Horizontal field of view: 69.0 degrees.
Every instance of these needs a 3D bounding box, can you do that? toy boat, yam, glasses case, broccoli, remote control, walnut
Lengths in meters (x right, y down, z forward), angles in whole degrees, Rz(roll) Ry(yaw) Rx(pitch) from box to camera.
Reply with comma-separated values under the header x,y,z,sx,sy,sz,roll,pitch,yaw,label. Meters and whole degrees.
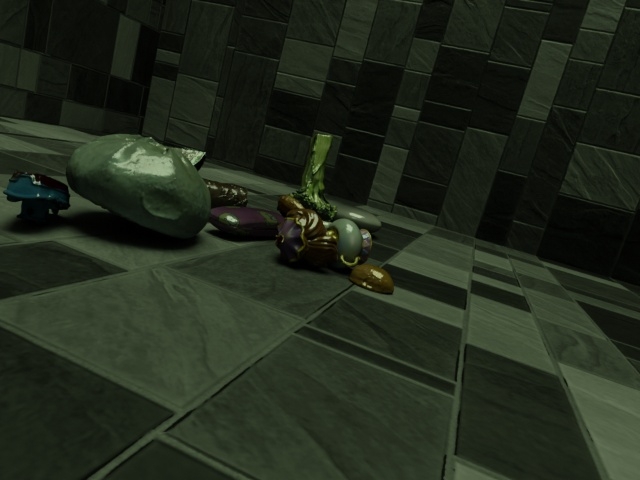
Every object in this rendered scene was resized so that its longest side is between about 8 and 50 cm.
x,y,z,sx,sy,sz,roll,pitch,yaw,label
-0.571,-0.078,0.955,0.100,0.097,0.223,9,-4,-14,toy boat
-0.357,-0.129,1.430,0.280,0.131,0.131,7,13,-33,yam
-0.198,-0.054,1.371,0.123,0.075,0.316,24,12,27,glasses case
-0.033,-0.222,1.786,0.221,0.361,0.252,10,-28,12,broccoli
0.106,-0.105,1.986,0.332,0.103,0.221,23,7,35,remote control
0.131,0.089,1.161,0.121,0.052,0.091,18,14,25,walnut

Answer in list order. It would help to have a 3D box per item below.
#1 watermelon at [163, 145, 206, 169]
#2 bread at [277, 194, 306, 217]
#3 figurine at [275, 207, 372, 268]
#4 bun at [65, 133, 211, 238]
x,y,z,sx,sy,sz,roll,pitch,yaw,label
-0.543,-0.241,1.558,0.305,0.180,0.224,6,6,-8,watermelon
-0.067,-0.069,1.502,0.193,0.064,0.193,44,-8,8,bread
0.000,0.000,1.210,0.264,0.142,0.189,10,26,-29,figurine
-0.402,-0.137,1.094,0.355,0.194,0.354,25,0,0,bun
